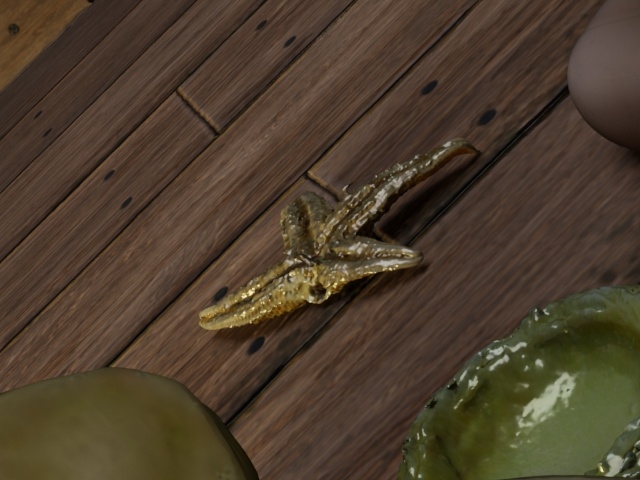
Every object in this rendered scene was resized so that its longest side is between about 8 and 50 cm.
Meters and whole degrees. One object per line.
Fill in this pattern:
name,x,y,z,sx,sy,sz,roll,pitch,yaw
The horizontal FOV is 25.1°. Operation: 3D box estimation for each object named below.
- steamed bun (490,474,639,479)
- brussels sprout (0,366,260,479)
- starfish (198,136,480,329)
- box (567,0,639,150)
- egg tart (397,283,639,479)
steamed bun,0.091,0.208,0.505,0.170,0.152,0.239,-12,52,32
brussels sprout,-0.165,0.199,0.740,0.328,0.247,0.328,-37,-10,-8
starfish,-0.001,-0.003,1.105,0.247,0.050,0.138,-17,34,41
box,0.238,-0.119,0.859,0.146,0.088,0.200,-52,24,-21
egg tart,0.127,0.098,0.700,0.197,0.078,0.197,-35,24,18
